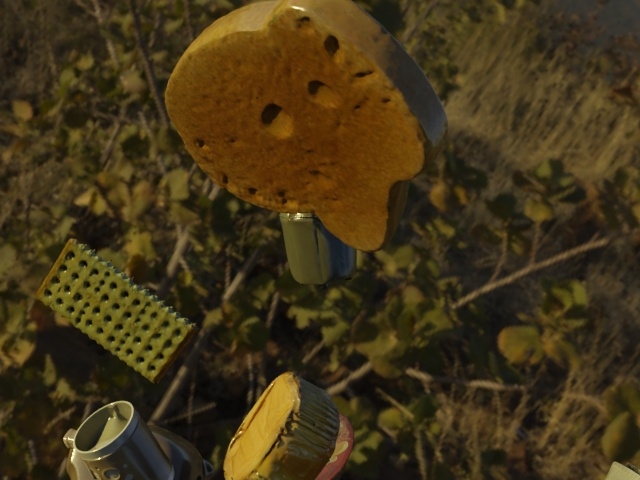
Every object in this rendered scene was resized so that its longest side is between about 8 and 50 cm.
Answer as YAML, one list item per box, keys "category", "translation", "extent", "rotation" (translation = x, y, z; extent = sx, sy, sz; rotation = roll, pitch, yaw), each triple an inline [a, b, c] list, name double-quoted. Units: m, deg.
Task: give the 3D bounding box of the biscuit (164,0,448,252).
- category: "biscuit"
  translation: [-0.008, -0.109, 0.951]
  extent: [0.287, 0.344, 0.057]
  rotation: [49, 58, -19]

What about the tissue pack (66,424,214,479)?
- category: "tissue pack"
  translation: [-0.383, 0.572, 1.932]
  extent: [0.277, 0.386, 0.267]
  rotation: [6, -12, 6]

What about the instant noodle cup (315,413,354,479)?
- category: "instant noodle cup"
  translation: [-0.045, 0.468, 1.947]
  extent: [0.274, 0.274, 0.090]
  rotation: [-91, 160, -59]

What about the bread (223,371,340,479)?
- category: "bread"
  translation: [-0.052, 0.294, 1.378]
  extent: [0.114, 0.190, 0.132]
  rotation: [34, 11, -26]

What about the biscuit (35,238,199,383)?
- category: "biscuit"
  translation: [-0.307, 0.106, 1.413]
  extent: [0.231, 0.139, 0.016]
  rotation: [37, 27, -2]

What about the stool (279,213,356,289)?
- category: "stool"
  translation: [0.000, 0.000, 1.182]
  extent: [0.096, 0.110, 0.096]
  rotation: [-7, 11, 1]

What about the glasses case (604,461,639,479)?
- category: "glasses case"
  translation: [0.260, 0.369, 0.929]
  extent: [0.083, 0.308, 0.128]
  rotation: [39, -9, -8]

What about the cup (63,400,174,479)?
- category: "cup"
  translation: [-0.221, 0.239, 1.017]
  extent: [0.074, 0.102, 0.099]
  rotation: [-92, 157, -60]
